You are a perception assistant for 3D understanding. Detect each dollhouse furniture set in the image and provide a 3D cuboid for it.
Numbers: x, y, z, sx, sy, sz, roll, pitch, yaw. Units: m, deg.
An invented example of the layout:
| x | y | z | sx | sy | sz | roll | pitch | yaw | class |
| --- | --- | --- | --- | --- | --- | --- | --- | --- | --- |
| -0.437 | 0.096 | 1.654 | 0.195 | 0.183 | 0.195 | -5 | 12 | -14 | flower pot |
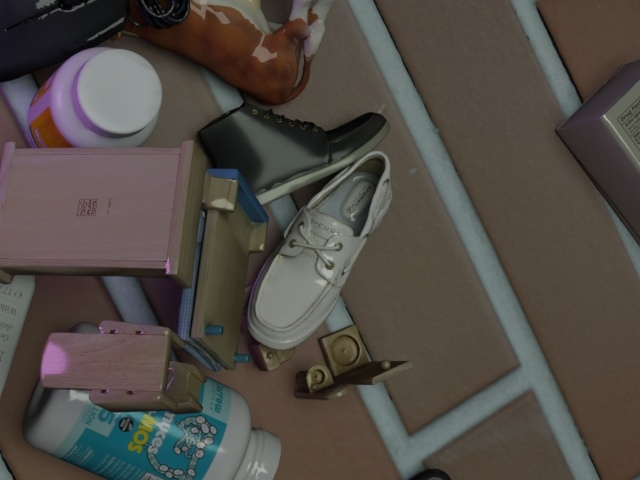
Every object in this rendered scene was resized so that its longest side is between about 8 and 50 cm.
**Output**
| x | y | z | sx | sy | sz | roll | pitch | yaw | class |
| --- | --- | --- | --- | --- | --- | --- | --- | --- | --- |
| -0.192 | 0.061 | 1.330 | 0.198 | 0.303 | 0.286 | 1 | 71 | 14 | dollhouse furniture set |
| -0.002 | 0.105 | 1.478 | 0.144 | 0.123 | 0.151 | -22 | 94 | -23 | dollhouse furniture set |

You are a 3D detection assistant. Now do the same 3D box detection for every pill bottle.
| x | y | z | sx | sy | sz | roll | pitch | yaw | class |
| --- | --- | --- | --- | --- | --- | --- | --- | --- | --- |
| -0.178 | 0.204 | 1.384 | 0.264 | 0.146 | 0.146 | 27 | 76 | -19 | pill bottle |
| -0.239 | -0.141 | 1.354 | 0.118 | 0.208 | 0.117 | 2 | 84 | -23 | pill bottle |

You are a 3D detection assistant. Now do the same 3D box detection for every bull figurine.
| x | y | z | sx | sy | sz | roll | pitch | yaw | class |
| --- | --- | --- | --- | --- | --- | --- | --- | --- | --- |
| -0.131 | -0.272 | 1.451 | 0.310 | 0.101 | 0.188 | 26 | 119 | -27 | bull figurine |

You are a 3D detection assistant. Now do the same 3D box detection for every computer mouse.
| x | y | z | sx | sy | sz | roll | pitch | yaw | class |
| --- | --- | --- | --- | --- | --- | --- | --- | --- | --- |
| -0.295 | -0.255 | 1.344 | 0.272 | 0.072 | 0.188 | -26 | 111 | 11 | computer mouse |

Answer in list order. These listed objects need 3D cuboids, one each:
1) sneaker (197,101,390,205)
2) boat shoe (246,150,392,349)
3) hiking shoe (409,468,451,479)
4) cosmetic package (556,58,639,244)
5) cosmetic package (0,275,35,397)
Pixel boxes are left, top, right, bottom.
| x | y | z | sx | sy | sz | roll | pitch | yaw | class |
| --- | --- | --- | --- | --- | --- | --- | --- | --- | --- |
| -0.029 | -0.128 | 1.499 | 0.222 | 0.083 | 0.118 | -28 | 101 | -16 | sneaker |
| 0.000 | 0.000 | 1.474 | 0.098 | 0.096 | 0.277 | 27 | 60 | 9 | boat shoe |
| 0.116 | 0.383 | 1.508 | 0.086 | 0.114 | 0.227 | 29 | 75 | -18 | hiking shoe |
| 0.480 | -0.083 | 1.704 | 0.160 | 0.113 | 0.309 | -42 | 101 | -21 | cosmetic package |
| -0.452 | 0.184 | 1.231 | 0.217 | 0.156 | 0.385 | 23 | 75 | -45 | cosmetic package |
